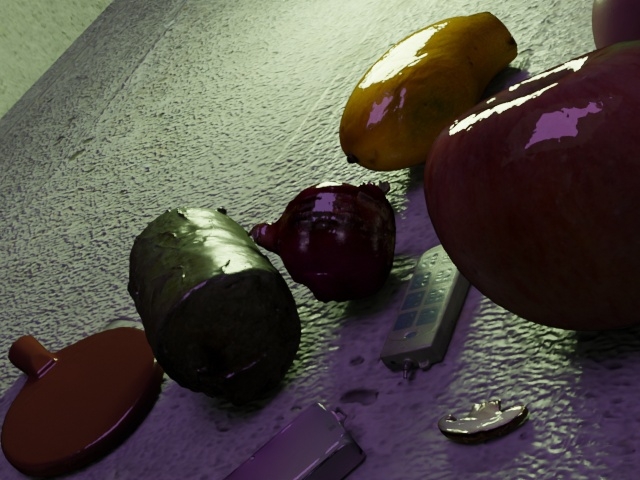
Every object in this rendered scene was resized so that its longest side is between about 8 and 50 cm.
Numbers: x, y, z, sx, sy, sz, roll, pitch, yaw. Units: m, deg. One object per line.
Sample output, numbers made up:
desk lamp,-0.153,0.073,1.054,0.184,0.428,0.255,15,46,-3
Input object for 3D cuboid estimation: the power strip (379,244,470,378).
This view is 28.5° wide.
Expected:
power strip,0.131,0.080,1.521,0.080,0.029,0.227,-14,34,36

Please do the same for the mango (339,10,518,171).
mango,0.154,-0.223,1.862,0.187,0.144,0.359,8,43,38

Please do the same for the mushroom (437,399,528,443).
mushroom,0.169,0.189,1.317,0.101,0.019,0.049,-15,35,31

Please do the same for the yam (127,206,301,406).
yam,-0.144,0.082,1.665,0.195,0.195,0.300,-36,26,-1

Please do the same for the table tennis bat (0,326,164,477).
table tennis bat,-0.374,0.217,1.866,0.268,0.051,0.414,-44,30,-17

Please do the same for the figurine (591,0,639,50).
figurine,0.431,-0.261,1.444,0.211,0.270,0.261,-15,2,-39

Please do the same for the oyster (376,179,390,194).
oyster,0.042,-0.032,1.777,0.148,0.051,0.103,-30,15,-7

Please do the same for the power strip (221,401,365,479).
power strip,-0.073,0.291,1.411,0.279,0.037,0.109,-40,28,-8

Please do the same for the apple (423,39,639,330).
apple,0.289,-0.050,1.320,0.344,0.269,0.345,-27,8,4

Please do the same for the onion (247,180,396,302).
onion,-0.001,0.013,1.617,0.198,0.173,0.135,-8,54,19
